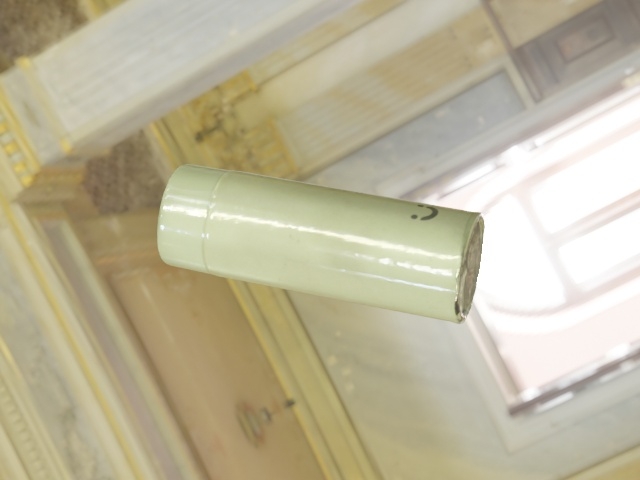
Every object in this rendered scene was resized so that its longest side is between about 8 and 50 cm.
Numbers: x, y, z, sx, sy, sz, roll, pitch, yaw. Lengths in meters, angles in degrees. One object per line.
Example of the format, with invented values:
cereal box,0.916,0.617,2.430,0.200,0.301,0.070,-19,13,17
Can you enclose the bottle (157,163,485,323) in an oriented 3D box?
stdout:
bottle,0.000,0.000,0.822,0.072,0.201,0.072,11,-90,-75
